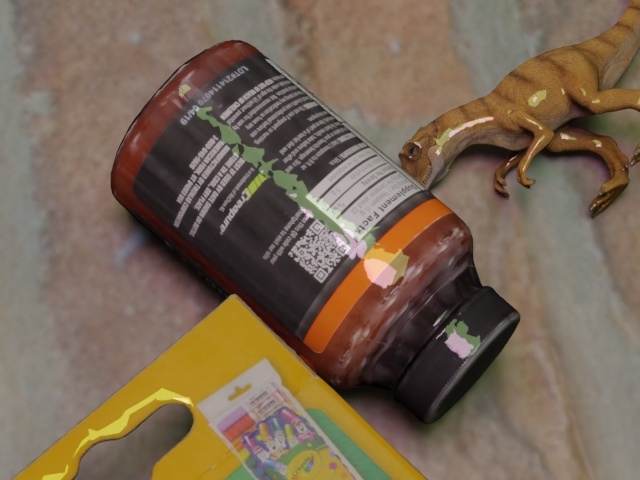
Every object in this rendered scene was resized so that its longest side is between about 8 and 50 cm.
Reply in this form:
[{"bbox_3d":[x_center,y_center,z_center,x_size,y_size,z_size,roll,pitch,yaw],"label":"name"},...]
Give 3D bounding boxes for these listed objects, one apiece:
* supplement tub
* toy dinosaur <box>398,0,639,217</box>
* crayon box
[{"bbox_3d":[0.000,0.000,0.875,0.198,0.106,0.106,41,63,12],"label":"supplement tub"},{"bbox_3d":[0.138,-0.082,0.965,0.211,0.064,0.112,-33,70,-24],"label":"toy dinosaur"},{"bbox_3d":[0.001,0.205,0.777,0.323,0.083,0.203,44,64,14],"label":"crayon box"}]
